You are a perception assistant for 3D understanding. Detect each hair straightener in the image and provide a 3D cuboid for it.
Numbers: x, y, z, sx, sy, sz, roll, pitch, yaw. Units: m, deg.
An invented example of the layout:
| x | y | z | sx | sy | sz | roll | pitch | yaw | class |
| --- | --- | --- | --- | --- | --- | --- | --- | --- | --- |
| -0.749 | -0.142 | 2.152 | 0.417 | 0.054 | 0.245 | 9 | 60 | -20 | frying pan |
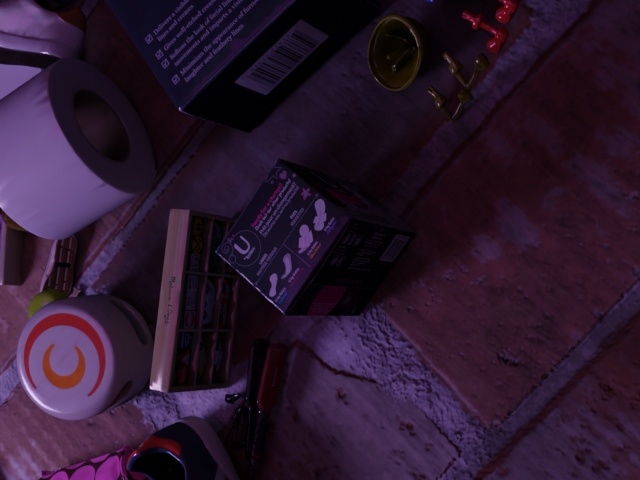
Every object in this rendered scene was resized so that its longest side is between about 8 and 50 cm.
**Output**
| x | y | z | sx | sy | sz | roll | pitch | yaw | class |
| --- | --- | --- | --- | --- | --- | --- | --- | --- | --- |
| -0.106 | 0.262 | 1.561 | 0.089 | 0.047 | 0.231 | 12 | 97 | 44 | hair straightener |

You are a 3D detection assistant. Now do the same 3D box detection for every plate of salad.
| x | y | z | sx | sy | sz | roll | pitch | yaw | class |
| --- | --- | --- | --- | --- | --- | --- | --- | --- | --- |
| -0.535 | -0.285 | 1.797 | 0.199 | 0.048 | 0.200 | -4 | 80 | 25 | plate of salad |

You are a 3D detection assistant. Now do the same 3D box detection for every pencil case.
| x | y | z | sx | sy | sz | roll | pitch | yaw | class |
| --- | --- | --- | --- | --- | --- | --- | --- | --- | --- |
| -0.371 | 0.397 | 1.647 | 0.209 | 0.095 | 0.098 | -20 | 57 | 21 | pencil case |

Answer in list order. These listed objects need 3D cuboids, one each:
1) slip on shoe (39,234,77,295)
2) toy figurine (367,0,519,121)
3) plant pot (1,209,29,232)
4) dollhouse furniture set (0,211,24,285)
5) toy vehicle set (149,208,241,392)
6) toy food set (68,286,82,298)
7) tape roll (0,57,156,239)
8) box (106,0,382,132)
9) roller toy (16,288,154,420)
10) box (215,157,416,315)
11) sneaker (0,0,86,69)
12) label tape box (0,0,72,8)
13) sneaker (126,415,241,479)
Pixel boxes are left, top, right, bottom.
| x | y | z | sx | sy | sz | roll | pitch | yaw | class |
| --- | --- | --- | --- | --- | --- | --- | --- | --- | --- |
| -0.449 | 0.048 | 1.737 | 0.041 | 0.051 | 0.135 | -146 | 66 | -64 | slip on shoe |
| 0.212 | -0.374 | 1.406 | 0.191 | 0.217 | 0.363 | 30 | 143 | 11 | toy figurine |
| -0.500 | -0.056 | 1.744 | 0.081 | 0.083 | 0.082 | 2 | 86 | 26 | plant pot |
| -0.674 | -0.047 | 1.706 | 0.198 | 0.303 | 0.287 | 1 | 86 | 25 | dollhouse furniture set |
| -0.181 | 0.092 | 1.533 | 0.035 | 0.166 | 0.267 | 6 | 89 | 27 | toy vehicle set |
| -0.419 | 0.149 | 1.727 | 0.078 | 0.019 | 0.122 | 33 | 92 | 24 | toy food set |
| -0.406 | -0.144 | 1.617 | 0.169 | 0.246 | 0.246 | -28 | 75 | 20 | tape roll |
| -0.155 | -0.414 | 1.536 | 0.293 | 0.212 | 0.396 | -40 | 71 | 18 | box |
| -0.372 | 0.186 | 1.629 | 0.191 | 0.146 | 0.210 | 6 | 93 | 17 | roller toy |
| 0.000 | 0.000 | 1.407 | 0.142 | 0.247 | 0.163 | 39 | 102 | 22 | box |
| -0.527 | -0.370 | 1.733 | 0.290 | 0.106 | 0.123 | 13 | 77 | 13 | sneaker |
| -0.562 | -0.518 | 1.799 | 0.333 | 0.106 | 0.241 | -13 | 80 | 24 | label tape box |
| -0.158 | 0.422 | 1.490 | 0.350 | 0.148 | 0.131 | 44 | 127 | 26 | sneaker |
